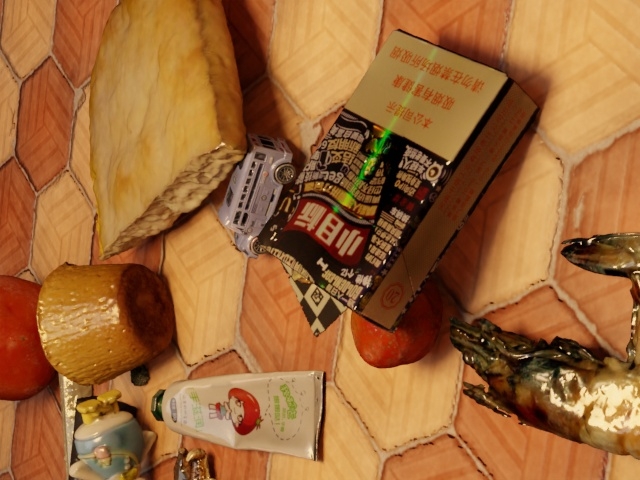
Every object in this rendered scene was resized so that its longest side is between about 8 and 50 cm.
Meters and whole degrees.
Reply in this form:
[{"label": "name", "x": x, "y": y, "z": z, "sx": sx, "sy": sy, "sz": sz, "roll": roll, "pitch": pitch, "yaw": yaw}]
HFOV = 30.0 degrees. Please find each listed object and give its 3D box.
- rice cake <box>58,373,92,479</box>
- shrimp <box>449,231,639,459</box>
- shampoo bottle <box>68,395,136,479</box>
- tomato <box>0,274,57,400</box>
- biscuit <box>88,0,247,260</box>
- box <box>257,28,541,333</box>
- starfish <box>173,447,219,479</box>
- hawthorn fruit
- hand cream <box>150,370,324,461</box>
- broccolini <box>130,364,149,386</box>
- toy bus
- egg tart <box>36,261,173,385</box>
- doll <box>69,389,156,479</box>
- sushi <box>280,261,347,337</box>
[{"label": "rice cake", "x": -0.418, "y": 0.295, "z": 2.058, "sx": 0.057, "sy": 0.052, "sz": 0.256, "roll": -10, "pitch": 80, "yaw": 19}, {"label": "shrimp", "x": 0.279, "y": 0.094, "z": 1.245, "sx": 0.365, "sy": 0.071, "sz": 0.233, "roll": 15, "pitch": 90, "yaw": 49}, {"label": "shampoo bottle", "x": -0.369, "y": 0.418, "z": 1.969, "sx": 0.098, "sy": 0.071, "sz": 0.309, "roll": 10, "pitch": 95, "yaw": 27}, {"label": "tomato", "x": -0.557, "y": 0.170, "z": 2.098, "sx": 0.188, "sy": 0.232, "sz": 0.232, "roll": -11, "pitch": 80, "yaw": 46}, {"label": "biscuit", "x": -0.248, "y": -0.205, "z": 1.815, "sx": 0.429, "sy": 0.104, "sz": 0.446, "roll": -47, "pitch": 47, "yaw": 46}, {"label": "box", "x": 0.085, "y": -0.073, "z": 1.374, "sx": 0.198, "sy": 0.084, "sz": 0.310, "roll": 34, "pitch": 91, "yaw": 45}, {"label": "starfish", "x": -0.197, "y": 0.430, "z": 1.787, "sx": 0.216, "sy": 0.071, "sz": 0.238, "roll": -26, "pitch": 59, "yaw": 52}, {"label": "hawthorn fruit", "x": 0.089, "y": 0.095, "z": 1.420, "sx": 0.128, "sy": 0.128, "sz": 0.128, "roll": -3, "pitch": 87, "yaw": 49}, {"label": "hand cream", "x": -0.118, "y": 0.243, "z": 1.707, "sx": 0.336, "sy": 0.076, "sz": 0.121, "roll": -4, "pitch": 87, "yaw": 43}, {"label": "broccolini", "x": -0.311, "y": 0.178, "z": 1.960, "sx": 0.035, "sy": 0.030, "sz": 0.140, "roll": 86, "pitch": 164, "yaw": -56}, {"label": "toy bus", "x": -0.093, "y": -0.061, "z": 1.657, "sx": 0.073, "sy": 0.076, "sz": 0.167, "roll": -121, "pitch": 47, "yaw": -61}, {"label": "egg tart", "x": -0.325, "y": 0.116, "z": 1.850, "sx": 0.147, "sy": 0.202, "sz": 0.202, "roll": -18, "pitch": 74, "yaw": 25}, {"label": "doll", "x": -0.312, "y": 0.357, "z": 1.866, "sx": 0.099, "sy": 0.135, "sz": 0.241, "roll": -22, "pitch": 90, "yaw": 22}, {"label": "sushi", "x": 0.000, "y": 0.000, "z": 1.585, "sx": 0.210, "sy": 0.040, "sz": 0.193, "roll": -50, "pitch": 53, "yaw": 36}]
